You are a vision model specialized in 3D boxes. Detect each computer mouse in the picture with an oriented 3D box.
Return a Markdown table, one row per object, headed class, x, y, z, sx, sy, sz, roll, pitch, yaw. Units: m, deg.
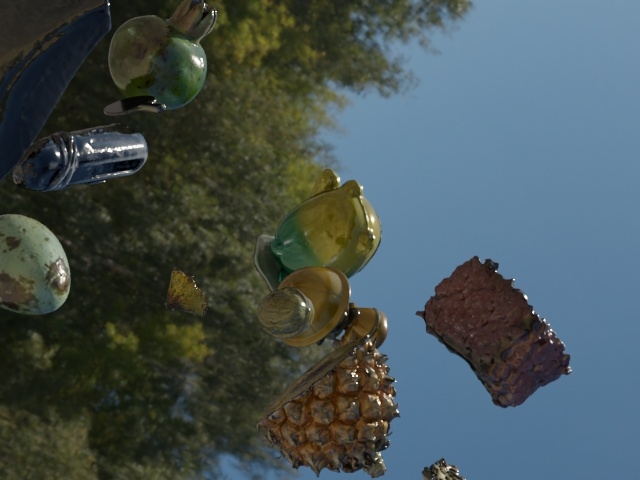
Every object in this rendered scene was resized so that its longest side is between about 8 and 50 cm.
| class | x | y | z | sx | sy | sz | roll | pitch | yaw |
| --- | --- | --- | --- | --- | --- | --- | --- | --- | --- |
| computer mouse | -0.283 | -0.154 | 0.735 | 0.147 | 0.088 | 0.264 | 29 | -99 | 26 |

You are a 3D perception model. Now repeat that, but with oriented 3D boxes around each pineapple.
| class | x | y | z | sx | sy | sz | roll | pitch | yaw |
| --- | --- | --- | --- | --- | --- | --- | --- | --- | --- |
| pineapple | 0.029 | 0.204 | 0.967 | 0.161 | 0.137 | 0.176 | -37 | 180 | -39 |
| pineapple | -0.288 | 0.120 | 1.753 | 0.077 | 0.114 | 0.114 | -46 | -168 | -31 |

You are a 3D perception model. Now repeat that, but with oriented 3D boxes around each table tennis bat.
| class | x | y | z | sx | sy | sz | roll | pitch | yaw |
| --- | --- | --- | --- | --- | --- | --- | --- | --- | --- |
| table tennis bat | -0.346 | -0.253 | 1.640 | 0.158 | 0.014 | 0.095 | 14 | -145 | 44 |

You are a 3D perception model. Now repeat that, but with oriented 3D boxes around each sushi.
| class | x | y | z | sx | sy | sz | roll | pitch | yaw |
| --- | --- | --- | --- | --- | --- | --- | --- | --- | --- |
| sushi | 0.312 | 0.174 | 1.563 | 0.171 | 0.236 | 0.270 | -40 | -127 | -1 |

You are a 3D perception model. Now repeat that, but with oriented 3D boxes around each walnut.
| class | x | y | z | sx | sy | sz | roll | pitch | yaw |
| --- | --- | --- | --- | --- | --- | --- | --- | --- | --- |
| walnut | -0.054 | 0.112 | 1.358 | 0.092 | 0.092 | 0.092 | -46 | -157 | 26 |

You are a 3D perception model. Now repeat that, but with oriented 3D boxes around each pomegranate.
| class | x | y | z | sx | sy | sz | roll | pitch | yaw |
| --- | --- | --- | --- | --- | --- | --- | --- | --- | --- |
| pomegranate | -0.316 | -0.371 | 1.735 | 0.241 | 0.159 | 0.190 | -17 | -107 | 20 |

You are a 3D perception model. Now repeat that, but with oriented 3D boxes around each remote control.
| class | x | y | z | sx | sy | sz | roll | pitch | yaw |
| --- | --- | --- | --- | --- | --- | --- | --- | --- | --- |
| remote control | -0.317 | -0.108 | 1.188 | 0.090 | 0.066 | 0.266 | -64 | 171 | 19 |

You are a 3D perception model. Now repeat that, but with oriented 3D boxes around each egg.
| class | x | y | z | sx | sy | sz | roll | pitch | yaw |
| --- | --- | --- | --- | --- | --- | --- | --- | --- | --- |
| egg | -0.554 | 0.049 | 1.614 | 0.231 | 0.169 | 0.169 | 36 | -87 | 26 |

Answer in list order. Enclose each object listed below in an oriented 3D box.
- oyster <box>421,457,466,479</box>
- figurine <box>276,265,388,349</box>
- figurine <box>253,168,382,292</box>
| class | x | y | z | sx | sy | sz | roll | pitch | yaw |
| --- | --- | --- | --- | --- | --- | --- | --- | --- | --- |
| oyster | 0.154 | 0.412 | 1.180 | 0.259 | 0.092 | 0.198 | -89 | -168 | -60 |
| figurine | 0.023 | 0.152 | 1.846 | 0.167 | 0.257 | 0.192 | -58 | -157 | 34 |
| figurine | 0.000 | 0.000 | 2.215 | 0.340 | 0.231 | 0.324 | -35 | -119 | 37 |
